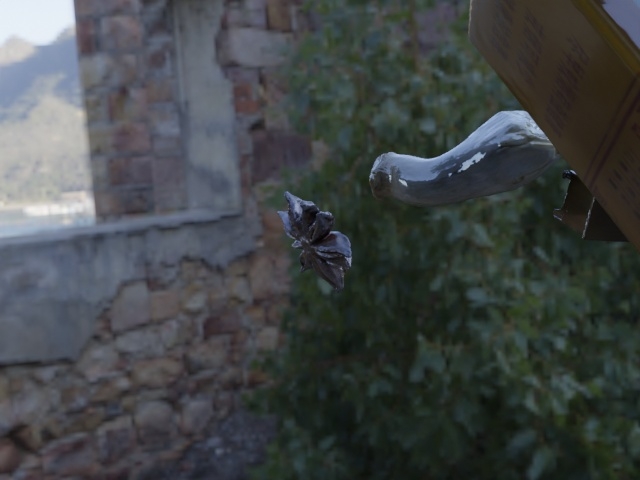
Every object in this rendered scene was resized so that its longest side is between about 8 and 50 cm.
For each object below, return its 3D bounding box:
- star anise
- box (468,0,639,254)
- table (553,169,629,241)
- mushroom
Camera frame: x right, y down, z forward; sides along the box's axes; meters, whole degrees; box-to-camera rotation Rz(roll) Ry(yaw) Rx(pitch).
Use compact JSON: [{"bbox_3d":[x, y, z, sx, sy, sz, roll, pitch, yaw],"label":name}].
[{"bbox_3d":[0.000,0.000,2.064,0.065,0.195,0.182,-28,15,-24],"label":"star anise"},{"bbox_3d":[0.258,-0.046,0.750,0.116,0.415,0.264,-36,-13,-3],"label":"box"},{"bbox_3d":[0.333,-0.045,1.444,0.083,0.070,0.082,1,20,-24],"label":"table"},{"bbox_3d":[0.177,-0.094,1.501,0.278,0.096,0.099,-17,-6,38],"label":"mushroom"}]
